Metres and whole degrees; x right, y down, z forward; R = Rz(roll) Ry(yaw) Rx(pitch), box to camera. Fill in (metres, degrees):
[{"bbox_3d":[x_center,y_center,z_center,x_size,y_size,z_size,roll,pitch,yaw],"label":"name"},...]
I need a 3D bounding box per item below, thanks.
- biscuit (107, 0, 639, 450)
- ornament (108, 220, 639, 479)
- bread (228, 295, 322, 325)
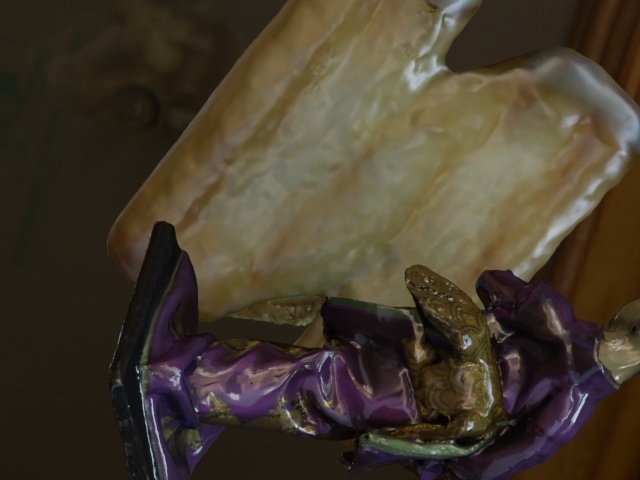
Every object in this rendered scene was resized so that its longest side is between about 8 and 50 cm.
[{"bbox_3d":[0.035,-0.034,0.976,0.291,0.237,0.062,-52,-169,8],"label":"biscuit"},{"bbox_3d":[0.039,0.037,0.507,0.081,0.203,0.088,-91,172,-51],"label":"ornament"},{"bbox_3d":[0.000,0.000,1.249,0.138,0.196,0.102,-7,-79,35],"label":"bread"}]
